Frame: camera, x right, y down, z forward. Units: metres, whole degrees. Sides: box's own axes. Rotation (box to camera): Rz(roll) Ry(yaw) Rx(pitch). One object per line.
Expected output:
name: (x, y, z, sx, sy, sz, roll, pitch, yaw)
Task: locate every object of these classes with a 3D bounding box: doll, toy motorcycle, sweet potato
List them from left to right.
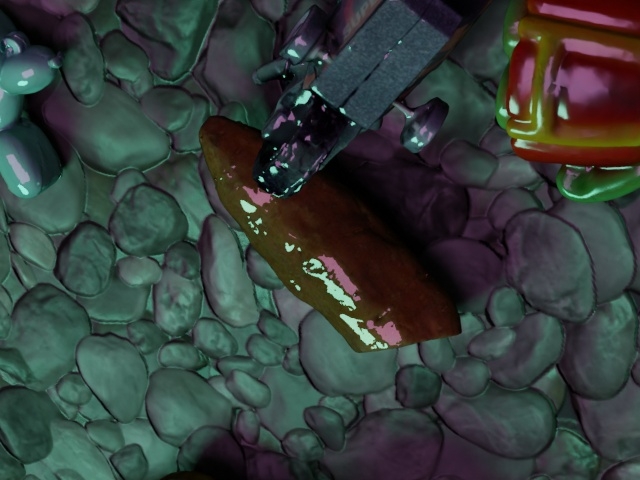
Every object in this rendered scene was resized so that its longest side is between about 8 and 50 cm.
doll: (-0.271, -0.113, 1.028, 0.159, 0.059, 0.158, -1, 113, 24)
sweet potato: (0.000, 0.000, 0.946, 0.252, 0.097, 0.097, 43, 122, -2)
toy motorcycle: (0.053, -0.153, 0.817, 0.108, 0.173, 0.307, 35, 129, -14)
doll: (0.286, -0.080, 0.754, 0.363, 0.160, 0.182, 12, 110, 17)

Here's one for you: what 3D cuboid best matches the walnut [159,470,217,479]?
walnut: (-0.096, 0.295, 1.122, 0.116, 0.116, 0.207, -15, 115, 27)
